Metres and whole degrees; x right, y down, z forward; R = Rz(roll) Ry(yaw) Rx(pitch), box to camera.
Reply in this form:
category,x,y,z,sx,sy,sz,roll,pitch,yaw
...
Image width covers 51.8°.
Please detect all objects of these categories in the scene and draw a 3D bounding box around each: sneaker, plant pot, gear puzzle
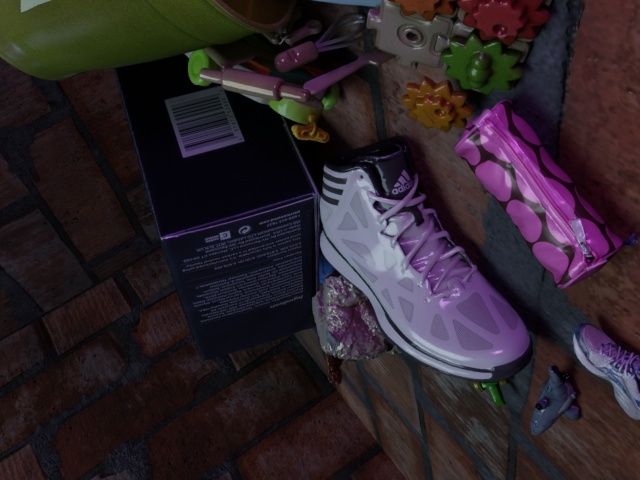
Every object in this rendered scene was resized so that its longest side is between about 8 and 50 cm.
category,x,y,z,sx,sy,sz,roll,pitch,yaw
sneaker,0.000,0.000,1.626,0.091,0.126,0.240,-56,-35,-81
plant pot,-0.275,-0.380,0.860,0.366,0.353,0.366,40,-139,-47
gear puzzle,0.125,-0.207,0.659,0.175,0.044,0.339,21,157,8
sneaker,0.361,0.148,0.782,0.135,0.052,0.058,48,155,8
sneaker,0.132,0.008,0.998,0.447,0.169,0.257,41,153,39

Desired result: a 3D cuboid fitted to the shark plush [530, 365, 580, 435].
category,x,y,z,sx,sy,sz,roll,pitch,yaw
shark plush,0.343,0.235,0.965,0.073,0.067,0.161,51,164,27

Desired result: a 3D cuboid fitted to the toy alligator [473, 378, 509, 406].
category,x,y,z,sx,sy,sz,roll,pitch,yaw
toy alligator,0.278,0.201,1.155,0.189,0.056,0.051,60,-154,-8

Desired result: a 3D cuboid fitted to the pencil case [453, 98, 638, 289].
category,x,y,z,sx,sy,sz,roll,pitch,yaw
pencil case,0.229,-0.053,0.703,0.209,0.095,0.098,53,-160,11

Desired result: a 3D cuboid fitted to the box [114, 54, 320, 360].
category,x,y,z,sx,sy,sz,roll,pitch,yaw
box,-0.210,-0.083,1.419,0.471,0.297,0.480,88,162,-54

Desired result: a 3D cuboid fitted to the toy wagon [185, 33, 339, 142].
category,x,y,z,sx,sy,sz,roll,pitch,yaw
toy wagon,-0.089,-0.267,1.045,0.344,0.267,0.068,46,122,37

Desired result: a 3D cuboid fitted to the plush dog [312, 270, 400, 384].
category,x,y,z,sx,sy,sz,roll,pitch,yaw
plush dog,0.114,0.168,1.300,0.262,0.225,0.210,113,152,-67

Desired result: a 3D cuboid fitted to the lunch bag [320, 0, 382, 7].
category,x,y,z,sx,sy,sz,roll,pitch,yaw
lunch bag,0.011,-0.369,0.647,0.262,0.160,0.223,43,160,17

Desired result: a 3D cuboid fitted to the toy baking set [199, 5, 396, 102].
category,x,y,z,sx,sy,sz,roll,pitch,yaw
toy baking set,-0.034,-0.255,0.883,0.256,0.197,0.030,21,149,24
